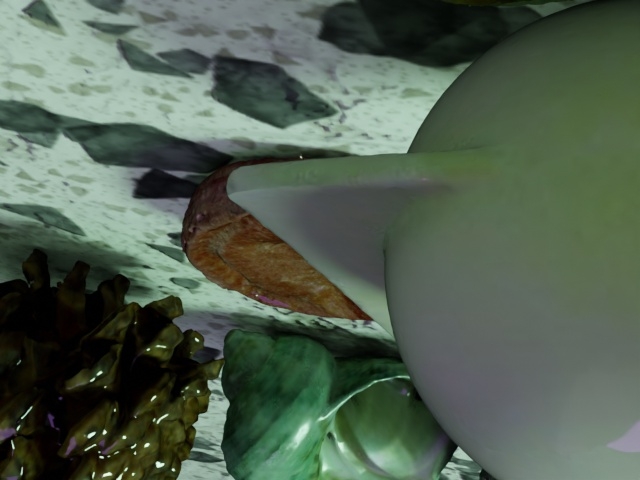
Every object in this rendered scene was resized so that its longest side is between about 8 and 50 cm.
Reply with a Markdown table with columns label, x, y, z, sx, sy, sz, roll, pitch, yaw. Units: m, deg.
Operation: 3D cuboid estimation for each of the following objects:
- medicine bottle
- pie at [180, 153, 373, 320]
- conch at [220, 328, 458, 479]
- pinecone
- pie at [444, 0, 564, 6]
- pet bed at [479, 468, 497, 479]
| label | x | y | z | sx | sy | sz | roll | pitch | yaw |
| --- | --- | --- | --- | --- | --- | --- | --- | --- | --- |
| medicine bottle | 0.184 | 0.007 | 0.659 | 0.406 | 0.236 | 0.236 | -2 | 157 | 25 |
| pie | 0.000 | 0.000 | 0.990 | 0.182 | 0.050 | 0.182 | 8 | 155 | 4 |
| conch | 0.003 | 0.142 | 1.270 | 0.188 | 0.122 | 0.176 | 20 | 137 | -32 |
| pinecone | -0.204 | 0.120 | 1.154 | 0.257 | 0.243 | 0.243 | 38 | 152 | -13 |
| pie | 0.071 | -0.142 | 0.590 | 0.186 | 0.041 | 0.187 | 9 | 159 | 4 |
| pet bed | 0.255 | 0.177 | 1.226 | 0.211 | 0.159 | 0.183 | -7 | 128 | 34 |
